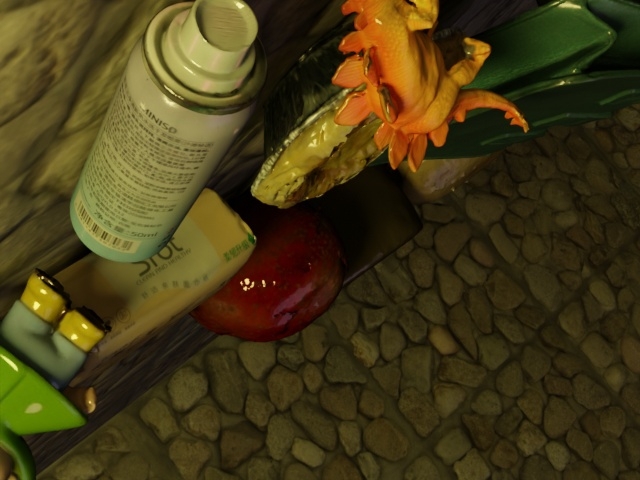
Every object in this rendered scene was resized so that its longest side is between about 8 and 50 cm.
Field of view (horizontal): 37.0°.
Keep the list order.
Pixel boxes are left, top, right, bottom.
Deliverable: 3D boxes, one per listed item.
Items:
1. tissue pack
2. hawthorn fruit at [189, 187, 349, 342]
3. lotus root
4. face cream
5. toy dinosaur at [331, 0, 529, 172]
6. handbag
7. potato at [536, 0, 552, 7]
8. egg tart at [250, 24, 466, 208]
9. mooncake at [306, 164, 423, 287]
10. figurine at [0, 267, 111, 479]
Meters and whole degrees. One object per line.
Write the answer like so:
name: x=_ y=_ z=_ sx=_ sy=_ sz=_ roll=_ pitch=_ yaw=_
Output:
tissue pack: x=-0.187 y=0.056 z=0.897 sx=0.222 sy=0.090 sz=0.186 roll=-34 pitch=176 yaw=-39
hawthorn fruit: x=-0.088 y=0.040 z=1.116 sx=0.235 sy=0.181 sz=0.181 roll=-24 pitch=171 yaw=-18
lotus root: x=0.228 y=-0.180 z=1.540 sx=0.342 sy=0.151 sz=0.169 roll=-35 pitch=175 yaw=-20
face cream: x=-0.091 y=-0.062 z=0.565 sx=0.075 sy=0.075 sz=0.229 roll=-36 pitch=176 yaw=-34
toy dinosaur: x=0.067 y=-0.110 z=0.691 sx=0.288 sy=0.070 sz=0.117 roll=33 pitch=86 yaw=-50
handbag: x=0.206 y=-0.152 z=0.969 sx=0.238 sy=0.089 sz=0.326 roll=-3 pitch=173 yaw=-37
potato: x=0.336 y=-0.311 z=1.018 sx=0.262 sy=0.165 sz=0.165 roll=-40 pitch=176 yaw=-17
egg tart: x=0.024 y=-0.120 z=0.833 sx=0.234 sy=0.094 sz=0.234 roll=-36 pitch=177 yaw=-2
mooncake: x=0.000 y=0.000 z=1.400 sx=0.284 sy=0.155 sz=0.284 roll=-35 pitch=176 yaw=-3
figurine: x=-0.269 y=0.146 z=0.719 sx=0.263 sy=0.162 sz=0.143 roll=-50 pitch=-161 yaw=-7
